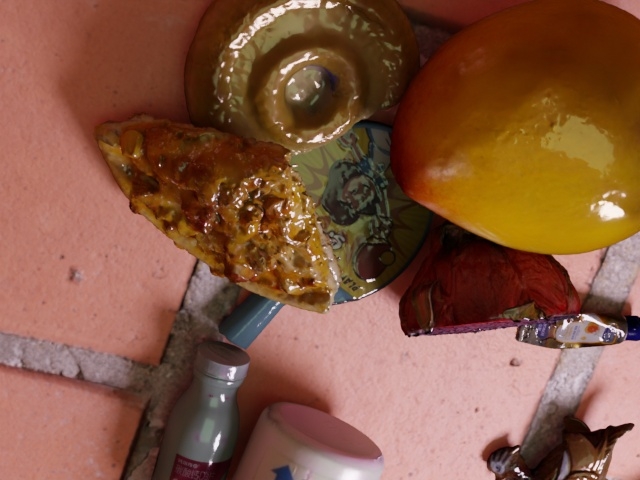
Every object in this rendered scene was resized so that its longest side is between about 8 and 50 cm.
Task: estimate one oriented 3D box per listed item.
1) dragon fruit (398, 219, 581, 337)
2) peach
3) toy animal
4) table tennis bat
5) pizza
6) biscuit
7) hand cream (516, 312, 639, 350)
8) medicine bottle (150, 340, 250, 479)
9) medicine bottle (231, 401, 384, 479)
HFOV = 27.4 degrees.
[{"bbox_3d":[0.197,0.036,1.578,0.218,0.223,0.148,-9,82,32],"label":"dragon fruit"},{"bbox_3d":[0.240,-0.132,1.463,0.307,0.289,0.289,9,111,12],"label":"peach"},{"bbox_3d":[0.329,0.294,1.757,0.179,0.089,0.188,32,107,-7],"label":"toy animal"},{"bbox_3d":[0.000,0.000,1.583,0.215,0.044,0.329,40,97,-23],"label":"table tennis bat"},{"bbox_3d":[-0.103,-0.039,1.452,0.335,0.226,0.086,39,55,-7],"label":"pizza"},{"bbox_3d":[-0.031,-0.201,1.467,0.274,0.091,0.213,-31,117,3],"label":"biscuit"},{"bbox_3d":[0.339,0.113,1.708,0.163,0.039,0.062,2,127,-11],"label":"hand cream"},{"bbox_3d":[-0.145,0.234,1.612,0.090,0.090,0.217,11,109,-17],"label":"medicine bottle"},{"bbox_3d":[-0.048,0.362,1.629,0.170,0.170,0.293,22,97,-20],"label":"medicine bottle"}]
